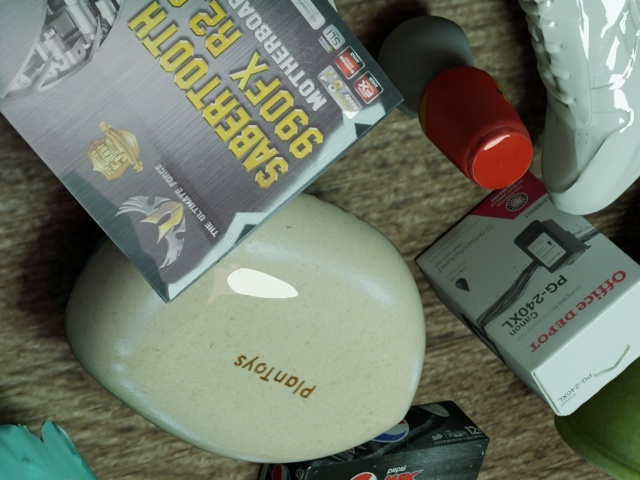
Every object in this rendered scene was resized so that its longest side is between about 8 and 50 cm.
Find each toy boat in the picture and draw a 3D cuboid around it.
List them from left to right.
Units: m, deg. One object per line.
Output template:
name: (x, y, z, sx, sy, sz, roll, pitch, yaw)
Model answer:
toy boat: (0.000, 0.000, 1.263, 0.318, 0.148, 0.267, -46, 131, 12)

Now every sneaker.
sneaker: (0.168, -0.161, 1.294, 0.152, 0.114, 0.305, -1, 118, -19)

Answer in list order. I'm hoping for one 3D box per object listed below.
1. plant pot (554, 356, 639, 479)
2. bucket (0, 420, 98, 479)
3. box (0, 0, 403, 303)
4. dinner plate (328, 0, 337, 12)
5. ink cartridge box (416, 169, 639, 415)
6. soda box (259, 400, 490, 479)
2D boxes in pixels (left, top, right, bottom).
plant pot: (0.341, 0.055, 1.471, 0.276, 0.276, 0.254, 2, 108, -37)
bucket: (-0.206, 0.265, 1.192, 0.281, 0.183, 0.281, -39, 162, -16)
box: (-0.093, -0.110, 1.095, 0.183, 0.056, 0.231, -41, 110, -5)
dinner plate: (-0.052, -0.118, 1.172, 0.141, 0.017, 0.141, 0, 90, -25)
ink cartridge box: (0.157, 0.035, 1.376, 0.109, 0.150, 0.063, -40, 136, -5)
soda box: (0.041, 0.165, 1.457, 0.169, 0.053, 0.060, -5, 123, -34)
